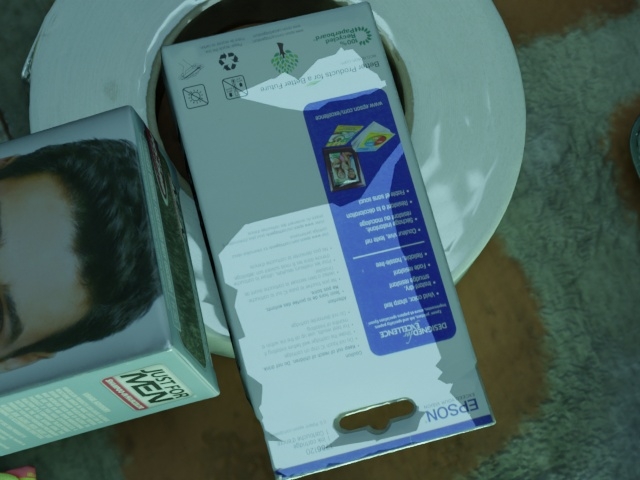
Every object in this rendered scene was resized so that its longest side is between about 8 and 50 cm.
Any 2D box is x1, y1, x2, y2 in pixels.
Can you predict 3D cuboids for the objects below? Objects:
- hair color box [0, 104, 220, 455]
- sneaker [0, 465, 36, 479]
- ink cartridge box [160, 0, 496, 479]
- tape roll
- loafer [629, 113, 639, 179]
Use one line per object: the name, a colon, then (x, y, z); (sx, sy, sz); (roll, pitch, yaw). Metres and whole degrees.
hair color box: (-0.275, 0.058, 1.031); (0.374, 0.113, 0.185); (-16, 65, 6)
sneaker: (-0.227, 0.208, 1.071); (0.208, 0.081, 0.094); (43, 73, 8)
ink cartridge box: (0.000, 0.000, 1.085); (0.165, 0.065, 0.333); (-13, 74, -8)
tape roll: (-0.035, -0.098, 1.178); (0.392, 0.072, 0.392); (1, 75, -4)
loafer: (0.357, -0.009, 1.195); (0.267, 0.084, 0.096); (44, 107, 11)
